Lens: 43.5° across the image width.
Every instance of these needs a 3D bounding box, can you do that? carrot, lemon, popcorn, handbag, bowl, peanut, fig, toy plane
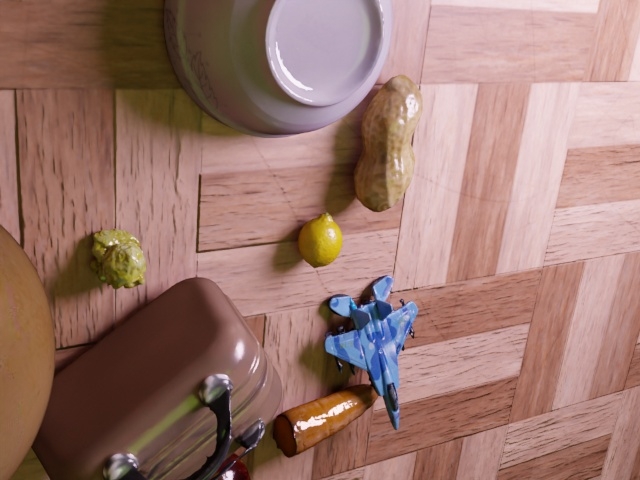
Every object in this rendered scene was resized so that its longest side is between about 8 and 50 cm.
[{"bbox_3d":[0.022,0.269,1.272,0.205,0.072,0.072,-21,121,-32],"label":"carrot"},{"bbox_3d":[0.000,0.000,1.128,0.062,0.062,0.083,4,108,-33],"label":"lemon"},{"bbox_3d":[-0.247,0.022,0.988,0.059,0.068,0.083,-26,87,-47],"label":"popcorn"},{"bbox_3d":[-0.188,0.211,0.967,0.301,0.283,0.149,-37,124,-12],"label":"handbag"},{"bbox_3d":[-0.027,-0.252,0.945,0.286,0.143,0.287,-13,117,-27],"label":"bowl"},{"bbox_3d":[0.097,-0.134,1.116,0.089,0.089,0.193,-3,113,-31],"label":"peanut"},{"bbox_3d":[-0.176,0.364,1.161,0.154,0.103,0.109,-15,97,-35],"label":"fig"},{"bbox_3d":[0.090,0.185,1.254,0.169,0.078,0.247,-22,115,-22],"label":"toy plane"}]

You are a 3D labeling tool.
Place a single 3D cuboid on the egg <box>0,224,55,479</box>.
[{"bbox_3d":[-0.413,0.125,0.776,0.300,0.301,0.374,-10,124,-28],"label":"egg"}]
